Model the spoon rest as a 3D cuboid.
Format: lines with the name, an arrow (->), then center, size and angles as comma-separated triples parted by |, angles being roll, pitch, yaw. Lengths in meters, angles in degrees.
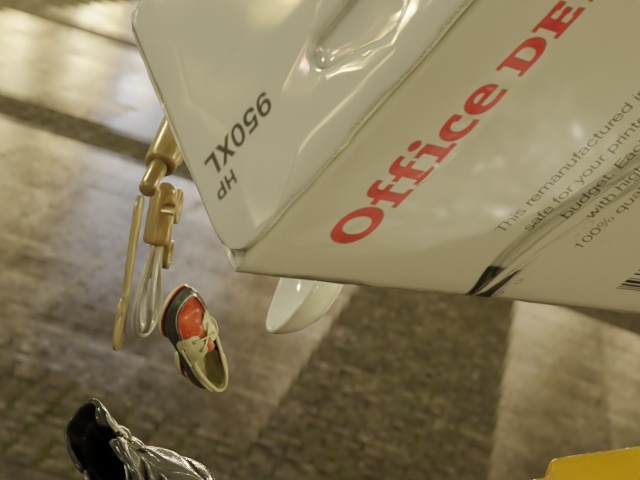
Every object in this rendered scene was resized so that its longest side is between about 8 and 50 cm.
spoon rest -> 0.000, 0.000, 1.964 | 0.084, 0.137, 0.276 | 35, 51, -10

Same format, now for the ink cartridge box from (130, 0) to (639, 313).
ink cartridge box -> 0.152, -0.113, 0.810 | 0.395, 0.285, 0.166 | 7, 46, -43

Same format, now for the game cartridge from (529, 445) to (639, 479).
game cartridge -> 0.308, 0.294, 1.172 | 0.285, 0.052, 0.323 | -7, 57, -4

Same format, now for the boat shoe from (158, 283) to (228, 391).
boat shoe -> -0.111, 0.089, 1.471 | 0.043, 0.137, 0.049 | 33, 62, 27

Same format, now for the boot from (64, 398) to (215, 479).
boot -> -0.160, 0.331, 1.840 | 0.338, 0.118, 0.223 | 39, -2, 41

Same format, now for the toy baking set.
toy baking set -> -0.146, -0.020, 1.536 | 0.030, 0.197, 0.256 | 10, 35, 5
